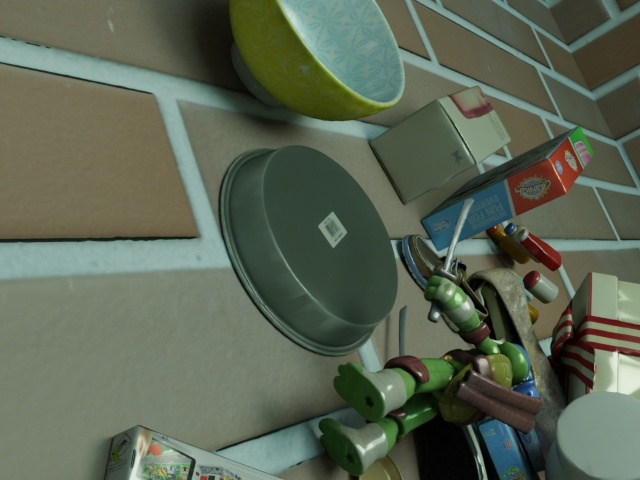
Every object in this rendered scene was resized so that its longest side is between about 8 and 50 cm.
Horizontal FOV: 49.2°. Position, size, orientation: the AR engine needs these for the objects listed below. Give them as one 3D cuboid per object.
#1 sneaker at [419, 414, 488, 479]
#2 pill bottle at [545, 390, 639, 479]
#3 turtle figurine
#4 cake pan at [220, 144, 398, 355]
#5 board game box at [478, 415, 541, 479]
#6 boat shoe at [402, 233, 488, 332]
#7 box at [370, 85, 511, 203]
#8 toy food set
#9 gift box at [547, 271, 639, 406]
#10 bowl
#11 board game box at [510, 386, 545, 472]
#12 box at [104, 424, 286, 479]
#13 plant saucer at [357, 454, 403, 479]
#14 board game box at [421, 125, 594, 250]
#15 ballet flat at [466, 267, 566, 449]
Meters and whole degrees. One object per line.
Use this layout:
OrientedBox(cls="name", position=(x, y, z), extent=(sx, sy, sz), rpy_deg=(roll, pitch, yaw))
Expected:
OrientedBox(cls="sneaker", position=(0.185, 0.264, 0.913), extent=(0.097, 0.084, 0.234), rpy_deg=(27, 46, -42))
OrientedBox(cls="pill bottle", position=(0.389, 0.337, 0.921), extent=(0.169, 0.169, 0.301), rpy_deg=(-76, 152, -46))
OrientedBox(cls="turtle figurine", position=(0.104, 0.134, 0.824), extent=(0.266, 0.198, 0.274), rpy_deg=(-18, 77, -39))
OrientedBox(cls="cake pan", position=(0.000, 0.000, 0.895), extent=(0.293, 0.054, 0.293), rpy_deg=(32, 42, -35))
OrientedBox(cls="board game box", position=(0.272, 0.314, 0.969), extent=(0.160, 0.039, 0.211), rpy_deg=(69, 13, 13))
OrientedBox(cls="boat shoe", position=(0.200, 0.058, 1.104), extent=(0.183, 0.066, 0.066), rpy_deg=(52, 34, -12))
OrientedBox(cls="box", position=(0.216, -0.173, 1.228), extent=(0.126, 0.149, 0.232), rpy_deg=(60, 33, 0))
OrientedBox(cls="toy food set", position=(0.374, 0.045, 1.314), extent=(0.105, 0.111, 0.232), rpy_deg=(37, 39, -12))
OrientedBox(cls="gift box", position=(0.493, 0.224, 1.125), extent=(0.255, 0.258, 0.276), rpy_deg=(90, 14, -53))
OrientedBox(cls="bowl", position=(-0.031, -0.273, 0.967), extent=(0.289, 0.156, 0.289), rpy_deg=(32, 43, -35))
OrientedBox(cls="board game box", position=(0.290, 0.265, 0.990), extent=(0.090, 0.020, 0.090), rpy_deg=(-65, 131, -74))
OrientedBox(cls="box", position=(-0.092, 0.247, 0.601), extent=(0.207, 0.036, 0.114), rpy_deg=(34, 41, -34))
OrientedBox(cls="plant saucer", position=(0.067, 0.283, 0.803), extent=(0.083, 0.015, 0.083), rpy_deg=(33, 41, -35))
OrientedBox(cls="board game box", position=(0.346, -0.100, 1.262), extent=(0.064, 0.242, 0.316), rpy_deg=(61, 34, -3))
OrientedBox(cls="ballet flat", position=(0.301, 0.185, 1.136), extent=(0.106, 0.107, 0.315), rpy_deg=(9, 50, -26))
